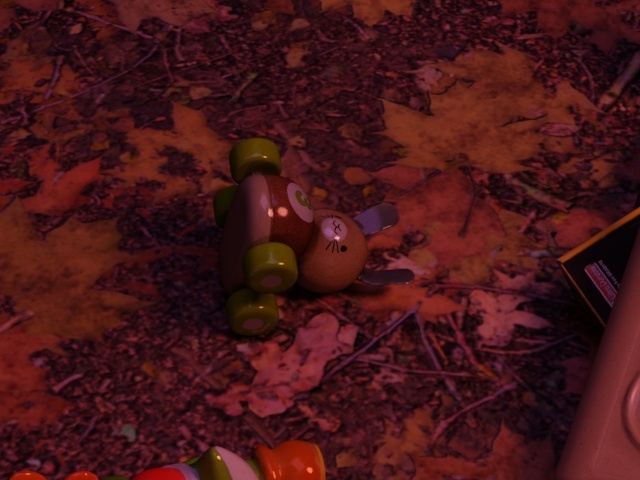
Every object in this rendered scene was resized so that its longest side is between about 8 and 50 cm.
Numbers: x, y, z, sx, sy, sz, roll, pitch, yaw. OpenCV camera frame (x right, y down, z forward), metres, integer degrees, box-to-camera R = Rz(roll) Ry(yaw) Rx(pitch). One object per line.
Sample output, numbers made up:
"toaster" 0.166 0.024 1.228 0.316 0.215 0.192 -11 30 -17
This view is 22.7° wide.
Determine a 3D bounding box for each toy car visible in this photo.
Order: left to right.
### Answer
"toy car" 0.000 0.000 1.582 0.188 0.149 0.155 2 54 -17

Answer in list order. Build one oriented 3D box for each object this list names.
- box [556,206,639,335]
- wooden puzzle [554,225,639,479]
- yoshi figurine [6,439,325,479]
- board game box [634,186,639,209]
"box" 0.409 0.072 1.481 0.257 0.079 0.322 -31 48 3
"wooden puzzle" 0.404 0.103 1.364 0.348 0.080 0.322 5 59 36
"yoshi figurine" -0.162 0.275 1.287 0.362 0.203 0.203 -2 82 -25
"board game box" 0.489 -0.109 1.751 0.208 0.056 0.347 21 40 13
